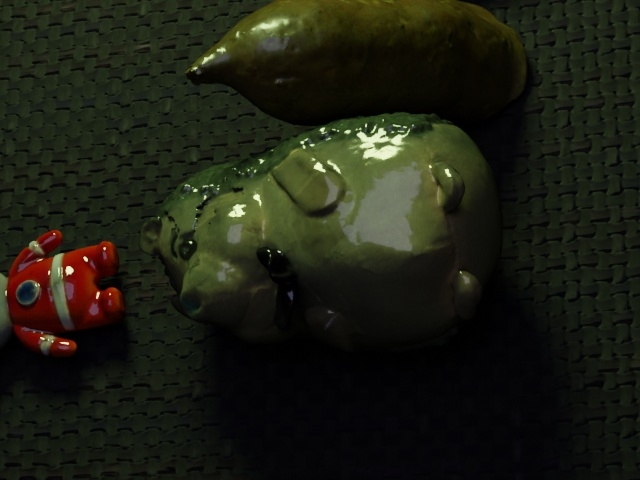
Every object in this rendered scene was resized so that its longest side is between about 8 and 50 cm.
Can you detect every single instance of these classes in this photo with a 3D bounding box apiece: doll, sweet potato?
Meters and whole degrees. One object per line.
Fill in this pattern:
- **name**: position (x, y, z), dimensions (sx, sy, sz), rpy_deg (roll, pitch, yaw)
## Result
- **doll**: position (0.000, 0.000, 1.611), dimensions (0.350, 0.247, 0.247), rpy_deg (-1, 70, 26)
- **sweet potato**: position (0.040, -0.184, 1.658), dimensions (0.158, 0.370, 0.157), rpy_deg (4, 95, 50)
- **doll**: position (-0.329, 0.067, 1.766), dimensions (0.245, 0.076, 0.142), rpy_deg (-11, 68, 7)
